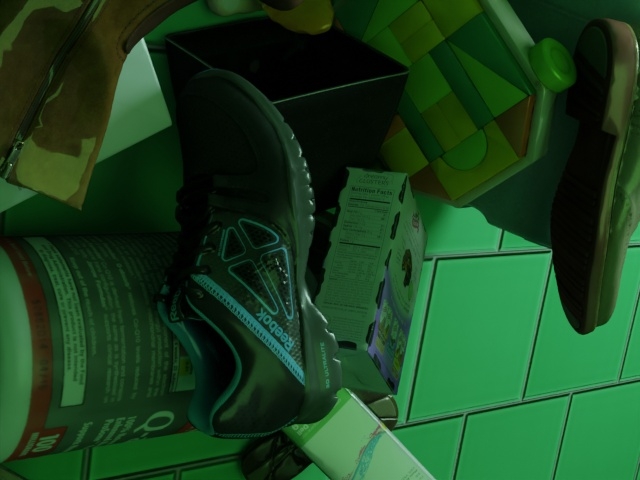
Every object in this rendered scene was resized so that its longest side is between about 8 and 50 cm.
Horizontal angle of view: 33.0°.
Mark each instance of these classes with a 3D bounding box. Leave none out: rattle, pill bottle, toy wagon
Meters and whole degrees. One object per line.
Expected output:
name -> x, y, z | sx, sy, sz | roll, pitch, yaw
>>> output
rattle -> -0.062, -0.318, 1.083 | 0.130, 0.143, 0.200 | -8, 119, -17
pill bottle -> -0.185, 0.095, 1.084 | 0.362, 0.210, 0.210 | -2, 108, -38
toy wagon -> 0.104, -0.208, 1.176 | 0.068, 0.267, 0.344 | -30, 87, -50

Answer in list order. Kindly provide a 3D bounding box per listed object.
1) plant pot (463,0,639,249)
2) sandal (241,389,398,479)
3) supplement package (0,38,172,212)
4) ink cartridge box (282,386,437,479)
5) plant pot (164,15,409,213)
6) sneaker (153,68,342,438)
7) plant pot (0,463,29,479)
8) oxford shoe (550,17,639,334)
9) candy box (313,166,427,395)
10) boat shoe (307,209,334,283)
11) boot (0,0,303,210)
plant pot -> 0.282, -0.183, 1.307 | 0.341, 0.341, 0.334 | 11, 108, -41
sandal -> -0.004, 0.247, 1.394 | 0.219, 0.060, 0.090 | -28, 107, -12
supplement package -> -0.299, -0.147, 0.942 | 0.261, 0.145, 0.204 | -31, 123, -26
ink cartridge box -> 0.023, 0.231, 1.285 | 0.093, 0.154, 0.212 | -46, 108, -7
plant pot -> -0.044, -0.125, 1.150 | 0.187, 0.188, 0.167 | -18, 130, -34
sneaker -> -0.080, 0.010, 0.973 | 0.139, 0.125, 0.341 | -12, 85, -38
plant pot -> -0.367, 0.343, 1.027 | 0.256, 0.256, 0.274 | 45, 67, -40
oxford shoe -> 0.328, -0.058, 1.142 | 0.130, 0.123, 0.348 | -2, 116, -12
candy box -> 0.054, 0.046, 1.145 | 0.165, 0.070, 0.196 | 60, 40, -63
boat shoe -> 0.000, 0.000, 1.251 | 0.068, 0.190, 0.072 | 39, 68, 4
boot -> -0.155, -0.155, 0.896 | 0.264, 0.096, 0.281 | 19, 94, -42
